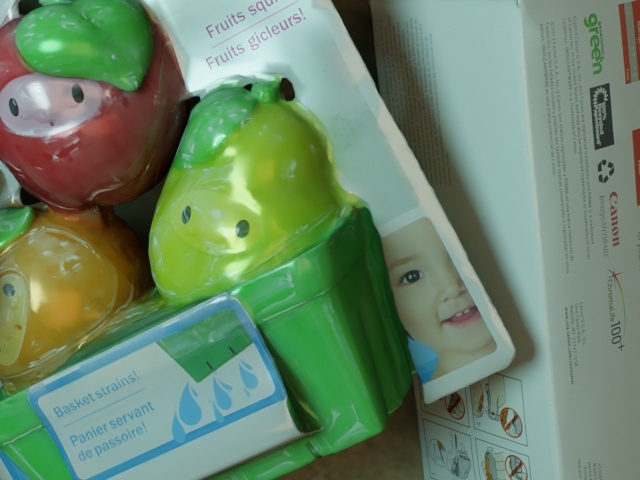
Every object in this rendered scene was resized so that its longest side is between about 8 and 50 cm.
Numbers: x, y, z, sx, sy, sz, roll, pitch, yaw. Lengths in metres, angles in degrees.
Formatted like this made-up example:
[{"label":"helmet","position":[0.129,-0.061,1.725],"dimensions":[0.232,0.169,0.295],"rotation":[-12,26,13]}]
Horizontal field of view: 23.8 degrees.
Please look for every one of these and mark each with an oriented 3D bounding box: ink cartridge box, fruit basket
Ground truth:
[{"label":"ink cartridge box","position":[0.186,-0.017,0.921],"dimensions":[0.271,0.130,0.310],"rotation":[-17,107,-34]},{"label":"fruit basket","position":[-0.115,-0.021,0.818],"dimensions":[0.327,0.165,0.353],"rotation":[-25,103,20]}]
